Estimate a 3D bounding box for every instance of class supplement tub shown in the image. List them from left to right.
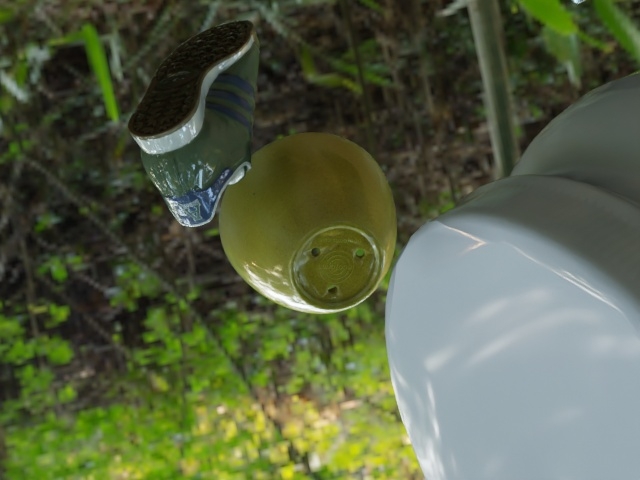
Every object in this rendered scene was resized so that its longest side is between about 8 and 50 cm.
[{"bbox_3d":[0.177,0.013,0.426,0.272,0.191,0.191,-27,-175,-24],"label":"supplement tub"}]

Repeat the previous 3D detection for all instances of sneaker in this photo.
[{"bbox_3d":[-0.078,-0.080,0.943,0.064,0.086,0.192,-9,-152,18],"label":"sneaker"}]

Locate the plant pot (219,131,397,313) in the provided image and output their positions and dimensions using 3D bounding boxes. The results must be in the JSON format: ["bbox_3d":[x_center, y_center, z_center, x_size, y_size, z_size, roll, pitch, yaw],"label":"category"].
[{"bbox_3d":[0.000,0.000,0.978,0.134,0.134,0.095,-11,-156,-9],"label":"plant pot"}]

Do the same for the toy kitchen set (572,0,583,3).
[{"bbox_3d":[0.044,-0.197,0.447,0.122,0.207,0.166,-28,163,-8],"label":"toy kitchen set"}]
